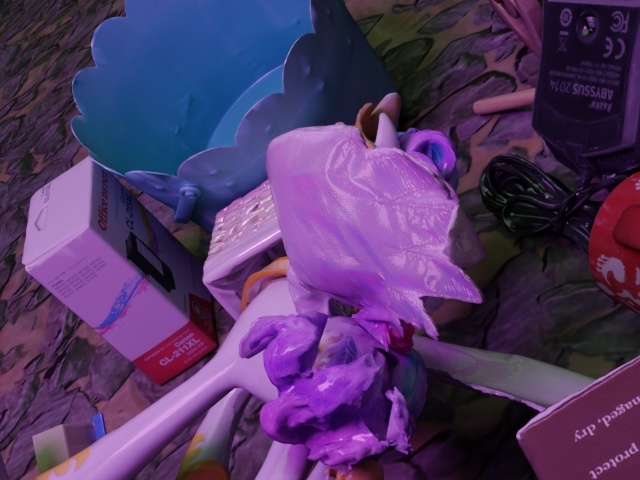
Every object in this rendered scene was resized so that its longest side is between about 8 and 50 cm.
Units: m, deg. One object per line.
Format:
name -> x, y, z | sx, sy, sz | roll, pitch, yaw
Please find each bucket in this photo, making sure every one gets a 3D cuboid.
bucket -> -0.073, -0.134, 0.966 | 0.281, 0.183, 0.281 | -18, 53, 25

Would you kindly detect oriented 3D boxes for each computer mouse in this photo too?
computer mouse -> 0.204, -0.123, 0.724 | 0.188, 0.072, 0.272 | 37, 125, 57

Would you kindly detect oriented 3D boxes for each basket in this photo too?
basket -> 0.000, 0.000, 0.846 | 0.167, 0.113, 0.103 | -30, 32, 14

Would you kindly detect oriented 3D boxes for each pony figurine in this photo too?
pony figurine -> 0.014, 0.074, 0.605 | 0.363, 0.303, 0.351 | -54, 31, -6

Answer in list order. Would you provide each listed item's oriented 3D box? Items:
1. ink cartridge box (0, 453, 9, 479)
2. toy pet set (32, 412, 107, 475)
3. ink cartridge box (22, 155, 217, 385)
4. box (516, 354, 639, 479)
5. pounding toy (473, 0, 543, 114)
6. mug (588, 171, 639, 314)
ink cartridge box -> -0.301, 0.270, 0.691 | 0.211, 0.121, 0.289 | -29, 64, 2
toy pet set -> -0.204, 0.212, 0.875 | 0.122, 0.065, 0.114 | -24, 71, 29
ink cartridge box -> -0.178, 0.026, 0.936 | 0.072, 0.175, 0.127 | -33, 34, 12
box -> 0.213, 0.144, 0.407 | 0.167, 0.168, 0.203 | -34, 34, 10
pounding toy -> 0.160, -0.211, 0.893 | 0.155, 0.154, 0.269 | -34, 33, 10
mug -> 0.232, 0.007, 0.577 | 0.113, 0.150, 0.169 | -42, 28, -7
